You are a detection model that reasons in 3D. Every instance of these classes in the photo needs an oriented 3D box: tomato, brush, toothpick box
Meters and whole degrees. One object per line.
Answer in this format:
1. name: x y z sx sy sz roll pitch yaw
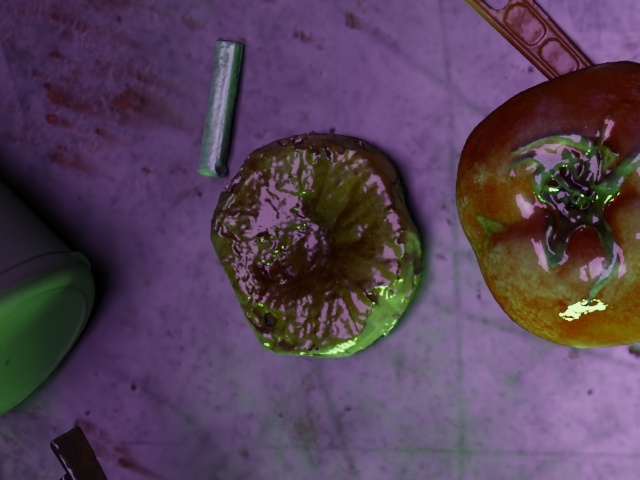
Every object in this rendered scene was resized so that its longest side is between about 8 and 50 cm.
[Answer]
1. tomato: 0.205 -0.026 1.419 0.237 0.095 0.236 3 96 29
2. brush: 0.208 -0.127 1.477 0.090 0.017 0.314 -46 73 13
3. toothpick box: -0.372 -0.003 1.602 0.316 0.229 0.229 44 106 17

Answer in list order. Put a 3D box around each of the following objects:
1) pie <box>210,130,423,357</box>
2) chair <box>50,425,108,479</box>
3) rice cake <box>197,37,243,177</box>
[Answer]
1. pie: 0.000 0.000 1.546 0.195 0.046 0.195 0 89 21
2. chair: -0.193 0.401 1.504 0.241 0.203 0.416 -29 76 -16
3. rice cake: -0.086 -0.114 1.595 0.022 0.021 0.121 9 91 27
